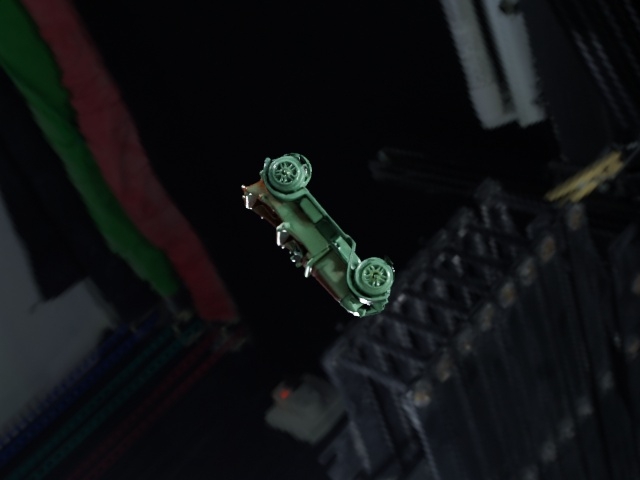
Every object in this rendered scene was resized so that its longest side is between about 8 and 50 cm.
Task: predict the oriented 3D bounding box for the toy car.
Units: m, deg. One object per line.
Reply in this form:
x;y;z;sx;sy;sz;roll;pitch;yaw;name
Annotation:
0.000;0.000;0.862;0.143;0.054;0.073;51;-13;10;toy car
